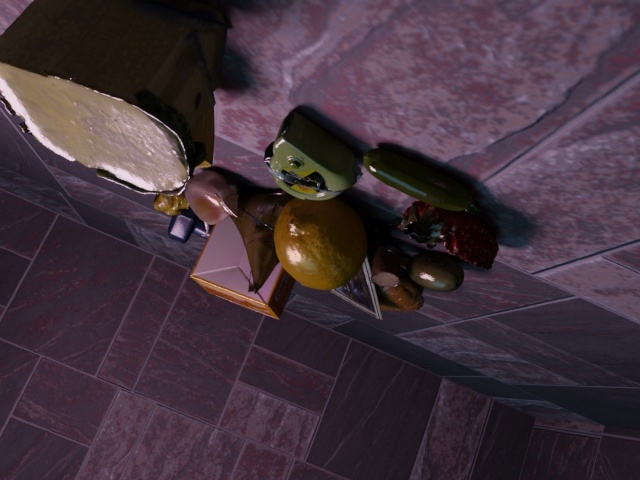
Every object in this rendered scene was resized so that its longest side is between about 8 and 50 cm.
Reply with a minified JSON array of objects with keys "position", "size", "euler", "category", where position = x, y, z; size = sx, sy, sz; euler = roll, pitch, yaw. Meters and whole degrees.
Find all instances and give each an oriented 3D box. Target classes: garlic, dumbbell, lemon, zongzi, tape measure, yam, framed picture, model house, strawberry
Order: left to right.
[{"position":[-0.290,-0.255,0.925],"size":[0.321,0.266,0.261],"euler":[19,157,8],"category":"model house"},{"position":[-0.323,-0.111,1.688],"size":[0.128,0.148,0.266],"euler":[6,165,-21],"category":"garlic"},{"position":[-0.360,-0.019,2.071],"size":[0.325,0.160,0.144],"euler":[24,-164,-8],"category":"dumbbell"},{"position":[-0.194,0.000,1.621],"size":[0.260,0.289,0.123],"euler":[8,157,44],"category":"zongzi"},{"position":[-0.020,-0.158,1.210],"size":[0.200,0.106,0.175],"euler":[27,150,-23],"category":"tape measure"},{"position":[0.002,0.002,1.474],"size":[0.236,0.236,0.263],"euler":[22,158,3],"category":"lemon"},{"position":[0.068,0.083,1.711],"size":[0.232,0.019,0.296],"euler":[25,142,45],"category":"framed picture"},{"position":[0.176,0.055,1.602],"size":[0.084,0.127,0.084],"euler":[5,149,3],"category":"yam"},{"position":[0.279,-0.024,1.259],"size":[0.286,0.106,0.188],"euler":[18,-167,-40],"category":"strawberry"}]

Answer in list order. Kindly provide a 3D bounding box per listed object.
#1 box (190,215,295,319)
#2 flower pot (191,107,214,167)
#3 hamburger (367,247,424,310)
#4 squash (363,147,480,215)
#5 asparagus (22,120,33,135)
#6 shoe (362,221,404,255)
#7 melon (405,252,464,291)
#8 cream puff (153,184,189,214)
[{"position":[-0.199,0.055,1.825],"size":[0.259,0.283,0.214],"euler":[19,163,15],"category":"box"},{"position":[-0.285,-0.241,1.113],"size":[0.195,0.179,0.195],"euler":[8,176,1],"category":"flower pot"},{"position":[0.176,0.120,1.801],"size":[0.259,0.144,0.283],"euler":[30,166,-29],"category":"hamburger"},{"position":[0.197,-0.110,1.140],"size":[0.252,0.066,0.066],"euler":[23,165,-5],"category":"squash"},{"position":[-0.675,-0.345,1.488],"size":[0.128,0.108,0.382],"euler":[29,161,-19],"category":"asparagus"},{"position":[0.158,-0.019,1.523],"size":[0.071,0.049,0.179],"euler":[20,-169,-34],"category":"shoe"},{"position":[0.299,0.081,1.575],"size":[0.162,0.099,0.099],"euler":[18,165,36],"category":"melon"},{"position":[-0.427,-0.134,1.790],"size":[0.116,0.146,0.146],"euler":[28,164,-25],"category":"cream puff"}]
